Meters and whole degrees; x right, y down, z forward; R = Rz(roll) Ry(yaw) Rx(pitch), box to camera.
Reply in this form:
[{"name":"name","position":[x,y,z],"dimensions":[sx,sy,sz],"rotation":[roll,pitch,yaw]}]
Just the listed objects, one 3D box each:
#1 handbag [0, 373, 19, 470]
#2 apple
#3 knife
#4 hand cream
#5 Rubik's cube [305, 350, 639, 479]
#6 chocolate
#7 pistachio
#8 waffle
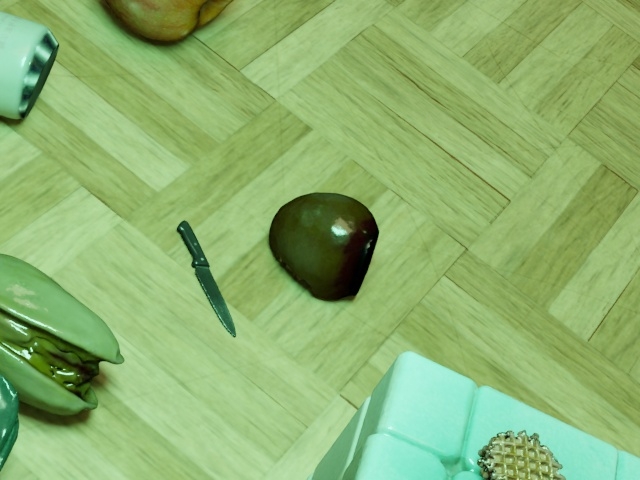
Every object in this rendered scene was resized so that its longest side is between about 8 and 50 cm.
[{"name":"handbag","position":[-0.463,0.175,1.238],"dimensions":[0.326,0.089,0.238],"rotation":[27,64,-5]},{"name":"apple","position":[-0.192,-0.364,1.789],"dimensions":[0.164,0.209,0.209],"rotation":[45,47,8]},{"name":"knife","position":[-0.136,0.045,1.594],"dimensions":[0.023,0.010,0.170],"rotation":[-10,59,-33]},{"name":"hand cream","position":[-0.500,-0.254,1.610],"dimensions":[0.358,0.118,0.185],"rotation":[18,46,-3]},{"name":"Rubik's cube","position":[0.122,0.355,1.242],"dimensions":[0.322,0.319,0.316],"rotation":[25,45,-6]},{"name":"chocolate","position":[0.000,0.000,1.648],"dimensions":[0.133,0.127,0.124],"rotation":[17,15,5]},{"name":"pistachio","position":[-0.308,0.099,1.398],"dimensions":[0.206,0.131,0.129],"rotation":[33,90,-4]},{"name":"waffle","position":[0.175,0.204,1.156],"dimensions":[0.075,0.029,0.083],"rotation":[-25,68,-37]}]
